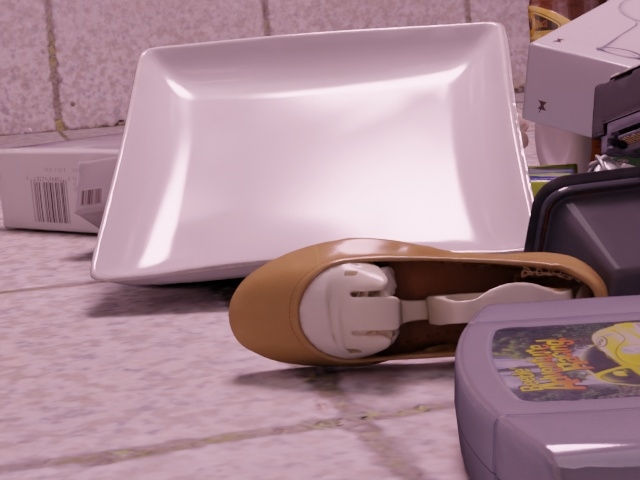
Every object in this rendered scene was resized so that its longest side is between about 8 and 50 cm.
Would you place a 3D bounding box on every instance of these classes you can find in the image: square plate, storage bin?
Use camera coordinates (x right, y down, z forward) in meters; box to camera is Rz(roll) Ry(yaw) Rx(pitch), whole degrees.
[{"bbox_3d":[-0.001,-0.075,1.176,0.347,0.049,0.344,-4,39,5],"label":"square plate"},{"bbox_3d":[0.214,0.016,0.904,0.135,0.098,0.091,-6,37,-15],"label":"storage bin"}]

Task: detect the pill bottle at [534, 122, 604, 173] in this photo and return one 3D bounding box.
[{"bbox_3d":[0.369,-0.128,1.594,0.216,0.121,0.121,-7,10,-16],"label":"pill bottle"}]

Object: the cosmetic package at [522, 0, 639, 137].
[{"bbox_3d":[0.445,-0.163,1.434,0.377,0.097,0.284,19,34,30],"label":"cosmetic package"}]

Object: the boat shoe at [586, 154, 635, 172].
[{"bbox_3d":[0.274,-0.044,1.236,0.228,0.081,0.079,-5,9,-11],"label":"boat shoe"}]

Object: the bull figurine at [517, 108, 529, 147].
[{"bbox_3d":[0.118,-0.117,1.542,0.310,0.101,0.188,-4,-12,-21],"label":"bull figurine"}]

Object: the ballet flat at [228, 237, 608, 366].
[{"bbox_3d":[0.060,0.036,0.822,0.232,0.080,0.073,-4,2,-2],"label":"ballet flat"}]

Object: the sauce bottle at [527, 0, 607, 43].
[{"bbox_3d":[0.337,-0.280,1.855,0.111,0.344,0.111,-5,7,1],"label":"sauce bottle"}]

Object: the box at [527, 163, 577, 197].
[{"bbox_3d":[0.209,-0.049,1.423,0.109,0.042,0.178,-2,8,13],"label":"box"}]

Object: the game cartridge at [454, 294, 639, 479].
[{"bbox_3d":[0.162,0.076,0.642,0.196,0.060,0.294,-7,9,3],"label":"game cartridge"}]

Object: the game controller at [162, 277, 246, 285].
[{"bbox_3d":[0.000,0.000,1.197,0.319,0.067,0.166,-3,23,6],"label":"game controller"}]

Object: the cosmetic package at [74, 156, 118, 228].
[{"bbox_3d":[-0.107,-0.051,1.323,0.239,0.060,0.099,-7,-22,17],"label":"cosmetic package"}]

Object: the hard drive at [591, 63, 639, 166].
[{"bbox_3d":[0.388,-0.072,0.928,0.339,0.064,0.237,11,-15,-25],"label":"hard drive"}]

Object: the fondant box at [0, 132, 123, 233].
[{"bbox_3d":[-0.171,-0.079,1.601,0.238,0.096,0.330,4,13,39],"label":"fondant box"}]
